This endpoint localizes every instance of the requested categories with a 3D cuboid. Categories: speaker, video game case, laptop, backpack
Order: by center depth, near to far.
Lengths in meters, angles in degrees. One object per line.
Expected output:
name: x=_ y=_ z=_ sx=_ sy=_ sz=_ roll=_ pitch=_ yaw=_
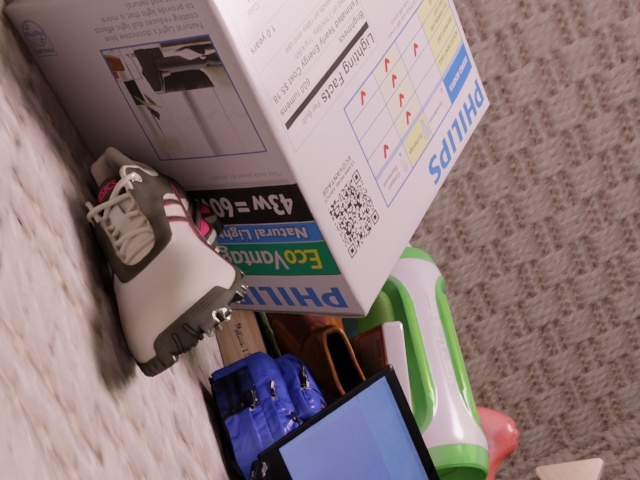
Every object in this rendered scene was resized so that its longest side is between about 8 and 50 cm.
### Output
laptop: x=0.042 y=0.277 z=0.933 sx=0.264 sy=0.137 sz=0.234 roll=-84 pitch=152 yaw=-72
backpack: x=-0.042 y=0.172 z=1.026 sx=0.098 sy=0.101 sz=0.120 roll=51 pitch=16 yaw=-47
video game case: x=0.060 y=0.208 z=1.266 sx=0.285 sy=0.025 sz=0.204 roll=135 pitch=-50 yaw=-75
speaker: x=0.117 y=0.158 z=1.353 sx=0.131 sy=0.131 sz=0.296 roll=62 pitch=14 yaw=-55

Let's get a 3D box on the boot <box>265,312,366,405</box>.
boot: x=-0.015 y=0.090 z=1.156 sx=0.280 sy=0.096 sz=0.264 roll=-153 pitch=-129 yaw=-84

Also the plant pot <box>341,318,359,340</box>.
plant pot: x=0.000 y=0.000 z=1.509 sx=0.165 sy=0.166 sz=0.234 roll=-111 pitch=-147 yaw=-49

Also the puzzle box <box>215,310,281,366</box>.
puzzle box: x=-0.036 y=0.212 z=1.283 sx=0.409 sy=0.052 sz=0.272 roll=-112 pitch=177 yaw=-46

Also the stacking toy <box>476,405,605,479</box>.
stacking toy: x=0.188 y=0.352 z=1.355 sx=0.130 sy=0.280 sz=0.308 roll=38 pitch=62 yaw=-61

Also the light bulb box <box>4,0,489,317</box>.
light bulb box: x=-0.040 y=-0.173 z=1.076 sx=0.358 sy=0.225 sz=0.361 roll=-56 pitch=134 yaw=-39

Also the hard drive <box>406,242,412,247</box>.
hard drive: x=0.055 y=0.133 z=1.644 sx=0.233 sy=0.047 sz=0.353 roll=-120 pitch=-143 yaw=-58

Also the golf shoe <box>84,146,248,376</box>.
golf shoe: x=-0.136 y=0.012 z=0.860 sx=0.120 sy=0.105 sz=0.273 roll=48 pitch=3 yaw=-22
